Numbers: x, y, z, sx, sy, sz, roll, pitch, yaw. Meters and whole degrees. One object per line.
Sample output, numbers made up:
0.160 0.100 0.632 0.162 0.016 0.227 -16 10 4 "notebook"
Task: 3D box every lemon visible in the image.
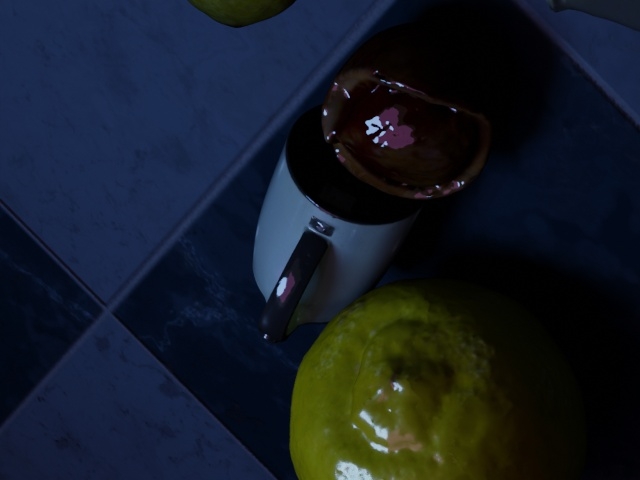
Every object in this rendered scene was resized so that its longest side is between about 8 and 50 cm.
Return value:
0.128 0.206 2.124 0.348 0.348 0.348 27 141 24 "lemon"

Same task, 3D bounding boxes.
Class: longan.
-0.078 -0.303 1.984 0.154 0.176 0.145 11 180 9 "longan"

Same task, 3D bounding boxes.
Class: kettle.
0.000 0.000 2.129 0.161 0.221 0.236 28 143 2 "kettle"

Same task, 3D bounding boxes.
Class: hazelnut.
0.097 -0.123 1.960 0.170 0.160 0.202 21 133 27 "hazelnut"

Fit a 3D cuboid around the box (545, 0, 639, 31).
0.300 -0.288 1.626 0.178 0.138 0.274 25 143 17 "box"
